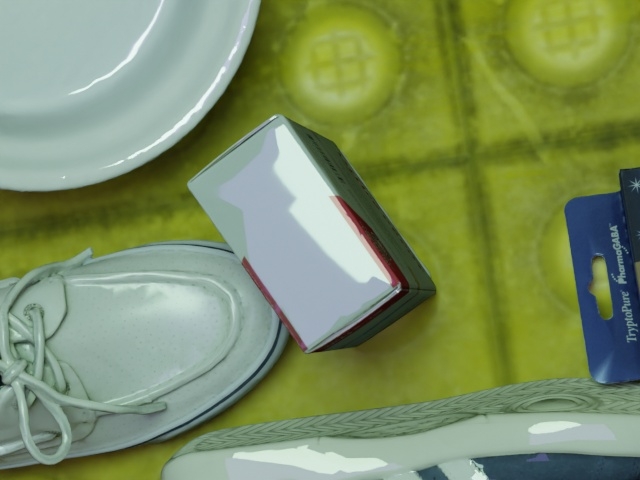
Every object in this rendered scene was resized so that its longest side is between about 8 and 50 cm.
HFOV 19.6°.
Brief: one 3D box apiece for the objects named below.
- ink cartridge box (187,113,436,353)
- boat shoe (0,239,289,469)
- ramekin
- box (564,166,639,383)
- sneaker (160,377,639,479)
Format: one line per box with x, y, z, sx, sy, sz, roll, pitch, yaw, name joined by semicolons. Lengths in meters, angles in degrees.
0.000;0.000;1.147;0.072;0.175;0.127;-37;82;7;ink cartridge box
-0.203;0.080;1.179;0.367;0.156;0.136;-12;85;8;boat shoe
-0.184;-0.180;1.158;0.277;0.135;0.277;-4;106;-16;ramekin
0.271;0.010;1.157;0.225;0.036;0.136;-9;64;8;box
0.080;0.177;1.158;0.350;0.131;0.148;-9;93;12;sneaker
